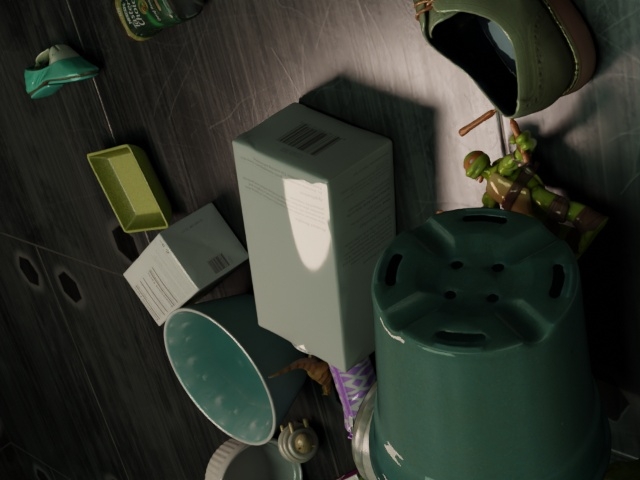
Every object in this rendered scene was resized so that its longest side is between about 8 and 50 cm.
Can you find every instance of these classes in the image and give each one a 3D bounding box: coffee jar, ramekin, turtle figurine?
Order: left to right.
[{"bbox_3d":[-0.281,-0.398,1.770,0.184,0.079,0.096,-8,112,53],"label":"coffee jar"},{"bbox_3d":[-0.153,0.519,2.276,0.109,0.207,0.207,10,126,57],"label":"ramekin"},{"bbox_3d":[0.265,-0.052,1.401,0.217,0.087,0.269,38,143,13],"label":"turtle figurine"}]

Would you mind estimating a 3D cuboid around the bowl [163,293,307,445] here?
[{"bbox_3d":[-0.144,0.227,2.051,0.311,0.163,0.311,31,139,31],"label":"bowl"}]

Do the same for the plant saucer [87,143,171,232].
[{"bbox_3d":[-0.384,-0.113,2.158,0.188,0.045,0.188,-4,115,51],"label":"plant saucer"}]

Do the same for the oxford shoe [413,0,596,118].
[{"bbox_3d":[0.162,-0.320,1.247,0.397,0.146,0.140,51,146,7],"label":"oxford shoe"}]

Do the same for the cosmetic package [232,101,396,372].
[{"bbox_3d":[0.000,0.000,1.703,0.217,0.156,0.385,27,137,35],"label":"cosmetic package"}]

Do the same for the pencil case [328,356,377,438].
[{"bbox_3d":[0.057,0.260,1.905,0.086,0.088,0.206,9,124,48],"label":"pencil case"}]

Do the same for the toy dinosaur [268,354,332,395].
[{"bbox_3d":[-0.009,0.232,1.930,0.064,0.112,0.211,1,157,29],"label":"toy dinosaur"}]

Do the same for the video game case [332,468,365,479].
[{"bbox_3d":[0.095,0.580,2.163,0.210,0.042,0.232,52,145,4],"label":"video game case"}]

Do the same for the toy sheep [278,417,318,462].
[{"bbox_3d":[-0.048,0.418,2.167,0.091,0.091,0.132,53,159,3],"label":"toy sheep"}]

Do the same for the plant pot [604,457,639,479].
[{"bbox_3d":[0.480,0.429,1.421,0.276,0.276,0.253,-19,92,54],"label":"plant pot"}]

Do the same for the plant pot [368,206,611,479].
[{"bbox_3d":[0.211,0.159,1.373,0.341,0.341,0.334,27,146,34],"label":"plant pot"}]

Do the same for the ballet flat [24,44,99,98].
[{"bbox_3d":[-0.534,-0.349,2.115,0.247,0.083,0.087,-6,99,50],"label":"ballet flat"}]

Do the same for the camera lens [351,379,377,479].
[{"bbox_3d":[0.204,0.329,1.671,0.274,0.219,0.219,19,132,40],"label":"camera lens"}]

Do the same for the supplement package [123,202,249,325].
[{"bbox_3d":[-0.270,0.051,2.076,0.134,0.139,0.244,55,147,2],"label":"supplement package"}]
